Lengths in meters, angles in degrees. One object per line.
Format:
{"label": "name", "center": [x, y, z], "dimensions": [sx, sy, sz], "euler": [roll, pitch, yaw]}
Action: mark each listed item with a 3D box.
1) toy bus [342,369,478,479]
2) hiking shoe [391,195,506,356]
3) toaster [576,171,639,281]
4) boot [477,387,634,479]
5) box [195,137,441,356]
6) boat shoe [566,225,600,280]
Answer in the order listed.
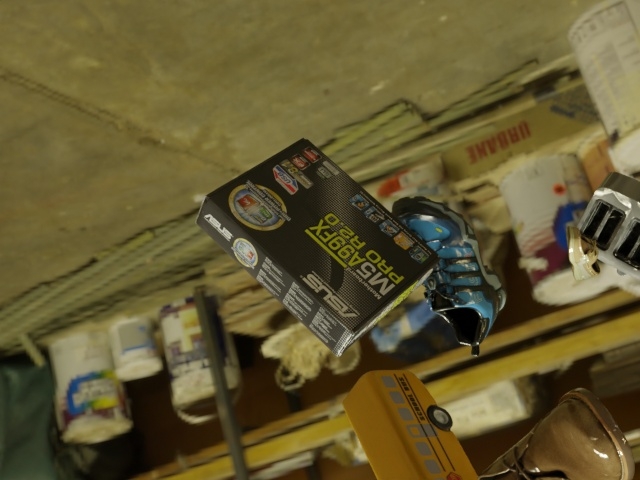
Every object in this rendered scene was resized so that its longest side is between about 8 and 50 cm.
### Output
{"label": "toy bus", "center": [0.165, 0.368, 1.582], "dimensions": [0.130, 0.333, 0.108], "euler": [6, 132, -36]}
{"label": "hiking shoe", "center": [0.217, 0.053, 1.668], "dimensions": [0.113, 0.132, 0.304], "euler": [-19, 125, 40]}
{"label": "toaster", "center": [0.601, -0.031, 1.922], "dimensions": [0.110, 0.168, 0.186], "euler": [-36, 152, -54]}
{"label": "boot", "center": [0.254, 0.252, 1.091], "dimensions": [0.115, 0.112, 0.305], "euler": [-24, 159, -13]}
{"label": "box", "center": [0.000, 0.000, 1.337], "dimensions": [0.216, 0.270, 0.060], "euler": [-35, 161, -42]}
{"label": "boat shoe", "center": [0.407, 0.017, 1.520], "dimensions": [0.045, 0.050, 0.135], "euler": [-7, 151, 18]}
